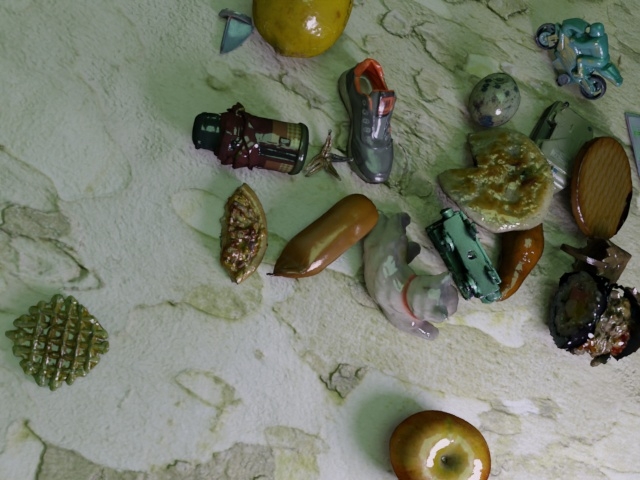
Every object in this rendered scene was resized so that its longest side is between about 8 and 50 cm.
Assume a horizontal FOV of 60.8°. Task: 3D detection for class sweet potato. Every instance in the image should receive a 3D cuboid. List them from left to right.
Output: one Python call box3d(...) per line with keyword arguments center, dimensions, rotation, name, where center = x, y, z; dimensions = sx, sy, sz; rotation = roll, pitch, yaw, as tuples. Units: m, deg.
box3d(center=(0.565, 0.011, 1.525), dimensions=(0.112, 0.112, 0.359), rotation=(20, 71, -14), name="sweet potato")

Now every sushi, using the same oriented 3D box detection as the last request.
box3d(center=(0.758, 0.210, 1.481), dimensions=(0.219, 0.238, 0.225), rotation=(16, 65, 2), name="sushi")

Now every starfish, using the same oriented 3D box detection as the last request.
box3d(center=(0.020, -0.221, 1.420), dimensions=(0.133, 0.041, 0.130), rotation=(4, 89, -16), name="starfish")

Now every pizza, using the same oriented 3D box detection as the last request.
box3d(center=(-0.182, -0.018, 1.299), dimensions=(0.127, 0.058, 0.246), rotation=(17, 71, -14), name="pizza")

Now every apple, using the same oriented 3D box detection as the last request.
box3d(center=(0.274, 0.506, 1.282), dimensions=(0.235, 0.173, 0.210), rotation=(36, 73, 1), name="apple")

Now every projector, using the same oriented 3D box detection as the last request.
box3d(center=(0.732, -0.277, 1.656), dimensions=(0.193, 0.088, 0.269), rotation=(35, 70, -6), name="projector")

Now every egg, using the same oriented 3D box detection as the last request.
box3d(center=(0.505, -0.409, 1.579), dimensions=(0.141, 0.141, 0.181), rotation=(35, 59, -9), name="egg")

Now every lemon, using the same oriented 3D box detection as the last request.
box3d(center=(-0.048, -0.601, 1.373), dimensions=(0.258, 0.258, 0.310), rotation=(17, 82, -15), name="lemon")

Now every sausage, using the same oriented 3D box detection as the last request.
box3d(center=(0.004, 0.004, 1.334), dimensions=(0.328, 0.112, 0.112), rotation=(-38, 92, -22), name="sausage")

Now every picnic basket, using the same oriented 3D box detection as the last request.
box3d(center=(0.779, 0.050, 1.575), dimensions=(0.178, 0.128, 0.137), rotation=(23, 101, -8), name="picnic basket")

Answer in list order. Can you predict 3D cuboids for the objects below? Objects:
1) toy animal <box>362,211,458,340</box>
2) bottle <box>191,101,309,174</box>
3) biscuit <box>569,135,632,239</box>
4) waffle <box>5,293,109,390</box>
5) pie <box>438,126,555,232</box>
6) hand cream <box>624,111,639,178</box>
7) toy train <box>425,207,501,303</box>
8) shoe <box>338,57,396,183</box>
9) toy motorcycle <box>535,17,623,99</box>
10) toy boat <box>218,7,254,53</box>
box3d(center=(0.231, 0.067, 1.364), dimensions=(0.266, 0.188, 0.307), rotation=(18, 76, -5), name="toy animal")
box3d(center=(-0.169, -0.248, 1.312), dimensions=(0.271, 0.143, 0.156), rotation=(9, 75, -16), name="bottle")
box3d(center=(0.844, -0.154, 1.641), dimensions=(0.318, 0.040, 0.317), rotation=(-3, 94, -35), name="biscuit")
box3d(center=(-0.545, 0.210, 1.136), dimensions=(0.169, 0.036, 0.183), rotation=(-40, 92, -21), name="waffle")
box3d(center=(0.501, -0.170, 1.518), dimensions=(0.338, 0.075, 0.337), rotation=(0, 66, 0), name="pie")
box3d(center=(1.067, -0.297, 1.805), dimensions=(0.079, 0.050, 0.275), rotation=(15, 67, -44), name="hand cream")
box3d(center=(0.371, 0.041, 1.419), dimensions=(0.115, 0.154, 0.269), rotation=(-29, 89, -1), name="toy train")
box3d(center=(0.145, -0.323, 1.419), dimensions=(0.132, 0.171, 0.336), rotation=(-6, 79, -21), name="shoe")
box3d(center=(0.816, -0.582, 1.697), dimensions=(0.109, 0.198, 0.296), rotation=(-39, 93, -27), name="toy motorcycle")
box3d(center=(-0.227, -0.532, 1.420), dimensions=(0.096, 0.034, 0.122), rotation=(13, 83, -16), name="toy boat")
